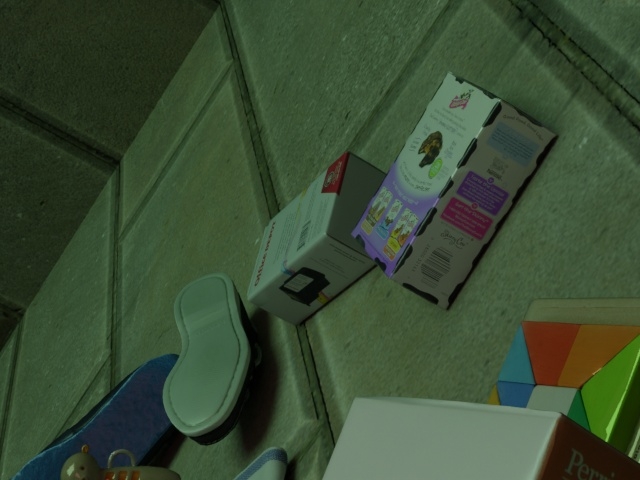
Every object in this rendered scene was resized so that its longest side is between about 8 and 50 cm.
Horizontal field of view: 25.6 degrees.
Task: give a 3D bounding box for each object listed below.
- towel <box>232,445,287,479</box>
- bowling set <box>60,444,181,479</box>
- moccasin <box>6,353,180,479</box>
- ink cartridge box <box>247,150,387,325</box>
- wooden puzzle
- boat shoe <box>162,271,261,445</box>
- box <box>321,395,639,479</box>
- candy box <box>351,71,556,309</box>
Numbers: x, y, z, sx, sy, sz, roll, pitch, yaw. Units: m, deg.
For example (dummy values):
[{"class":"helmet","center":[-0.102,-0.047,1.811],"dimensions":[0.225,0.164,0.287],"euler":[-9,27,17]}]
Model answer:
[{"class":"towel","center":[-0.098,0.360,1.400],"dimensions":[0.209,0.034,0.285],"euler":[-47,25,30]},{"class":"bowling set","center":[-0.237,0.364,1.428],"dimensions":[0.200,0.154,0.287],"euler":[-155,76,-81]},{"class":"moccasin","center":[-0.281,0.293,1.845],"dimensions":[0.342,0.137,0.117],"euler":[-39,-7,-1]},{"class":"ink cartridge box","center":[0.000,0.000,1.606],"dimensions":[0.175,0.072,0.127],"euler":[-40,28,47]},{"class":"wooden puzzle","center":[0.168,0.136,1.009],"dimensions":[0.221,0.044,0.239],"euler":[-66,19,-14]},{"class":"boat shoe","center":[-0.118,0.151,1.677],"dimensions":[0.114,0.091,0.302],"euler":[-20,30,13]},{"class":"box","center":[0.079,0.281,0.723],"dimensions":[0.168,0.215,0.345],"euler":[-4,58,55]},{"class":"candy box","center":[0.124,-0.053,1.365],"dimensions":[0.196,0.070,0.165],"euler":[-59,18,8]}]
